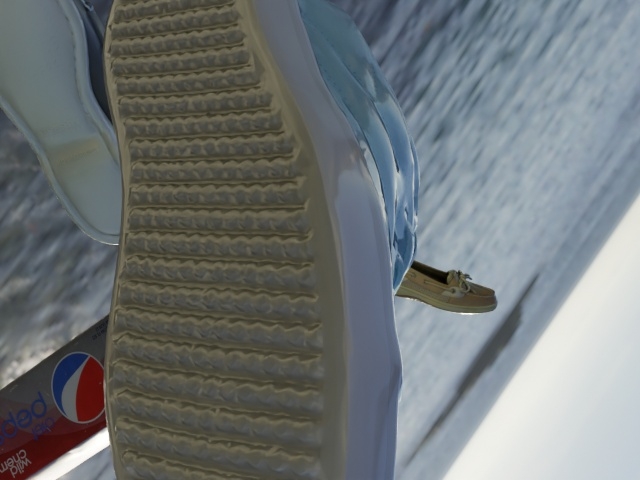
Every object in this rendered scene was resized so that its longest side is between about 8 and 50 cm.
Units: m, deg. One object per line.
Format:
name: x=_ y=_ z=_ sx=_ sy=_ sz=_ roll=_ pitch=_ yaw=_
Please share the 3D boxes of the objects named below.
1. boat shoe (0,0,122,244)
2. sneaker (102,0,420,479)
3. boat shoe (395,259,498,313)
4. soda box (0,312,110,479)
boat shoe: x=-0.219 y=-0.142 z=1.116 sx=0.091 sy=0.109 sz=0.305 roll=-73 pitch=146 yaw=-55
sneaker: x=0.000 y=0.000 z=0.561 sx=0.135 sy=0.150 sz=0.366 roll=-36 pitch=-137 yaw=31
boat shoe: x=0.127 y=0.044 z=1.447 sx=0.056 sy=0.153 sz=0.048 roll=-57 pitch=161 yaw=-72
soda box: x=-0.232 y=0.156 z=1.217 sx=0.263 sy=0.092 sz=0.083 roll=-34 pitch=167 yaw=24
